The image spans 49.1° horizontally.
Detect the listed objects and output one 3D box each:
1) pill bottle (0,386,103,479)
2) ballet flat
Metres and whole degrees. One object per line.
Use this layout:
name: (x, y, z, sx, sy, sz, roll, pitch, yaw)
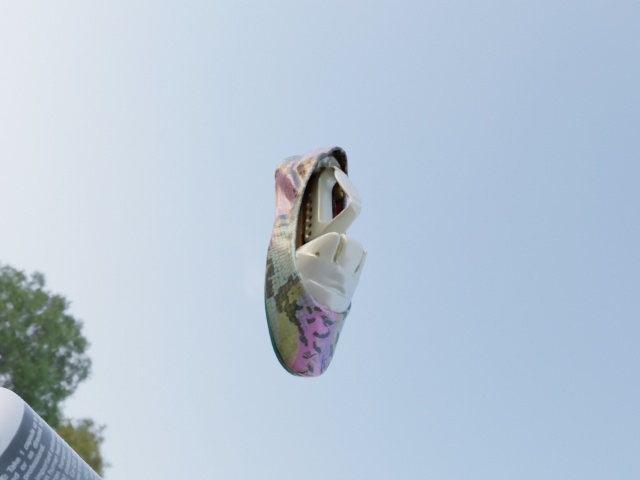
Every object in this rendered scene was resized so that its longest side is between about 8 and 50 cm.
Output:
pill bottle: (-0.290, 0.233, 0.613, 0.161, 0.161, 0.283, -3, -52, 49)
ballet flat: (0.000, 0.000, 0.564, 0.079, 0.077, 0.222, -32, -141, 30)
